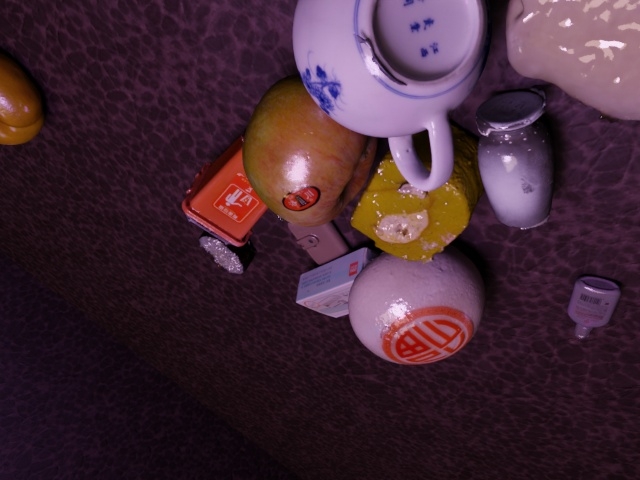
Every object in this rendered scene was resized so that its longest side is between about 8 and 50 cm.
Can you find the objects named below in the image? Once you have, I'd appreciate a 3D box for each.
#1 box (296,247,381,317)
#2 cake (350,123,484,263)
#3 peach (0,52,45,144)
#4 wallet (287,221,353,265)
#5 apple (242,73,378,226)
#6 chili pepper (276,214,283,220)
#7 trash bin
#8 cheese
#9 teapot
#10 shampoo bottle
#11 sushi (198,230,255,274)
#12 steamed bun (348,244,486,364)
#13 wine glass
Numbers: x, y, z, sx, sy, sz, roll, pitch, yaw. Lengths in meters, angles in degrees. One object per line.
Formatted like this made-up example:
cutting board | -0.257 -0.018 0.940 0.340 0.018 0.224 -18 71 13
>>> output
box | 0.067 0.103 1.309 0.135 0.079 0.269 24 150 -28
cake | 0.173 -0.075 0.984 0.179 0.156 0.261 34 148 5
peach | -0.778 -0.338 1.336 0.251 0.153 0.251 26 149 17
wallet | 0.000 0.000 1.296 0.117 0.039 0.153 -10 131 40
apple | -0.015 -0.151 0.937 0.194 0.261 0.261 34 147 12
chili pepper | -0.087 -0.089 1.248 0.055 0.035 0.118 46 142 6
trash bin | -0.153 -0.128 1.146 0.161 0.185 0.238 34 132 -19
cheese | 0.370 -0.272 0.621 0.326 0.115 0.318 -11 129 45
teapot | 0.083 -0.264 0.748 0.424 0.252 0.280 67 170 -15
shampoo bottle | 0.522 0.134 1.085 0.079 0.040 0.165 12 142 22
sushi | -0.239 0.017 1.453 0.090 0.078 0.150 -23 119 42
steamed bun | 0.199 0.145 1.128 0.282 0.177 0.283 -4 132 -5
wine glass | 0.300 -0.120 0.860 0.111 0.111 0.204 5 136 31
